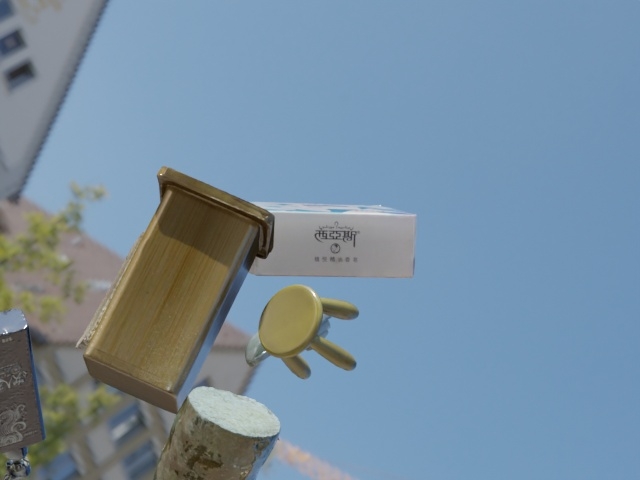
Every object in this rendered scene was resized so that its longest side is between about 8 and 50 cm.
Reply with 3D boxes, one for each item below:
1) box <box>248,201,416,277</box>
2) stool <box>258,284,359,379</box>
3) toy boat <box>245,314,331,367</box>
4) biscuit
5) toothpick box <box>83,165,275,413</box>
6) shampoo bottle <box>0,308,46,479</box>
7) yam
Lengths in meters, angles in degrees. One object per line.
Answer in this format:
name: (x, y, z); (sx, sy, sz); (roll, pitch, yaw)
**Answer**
box: (0.000, -0.003, 2.368); (0.203, 0.274, 0.116); (-164, -104, -74)
stool: (-0.016, 0.133, 2.039); (0.110, 0.134, 0.135); (31, 8, -47)
toy boat: (-0.057, 0.180, 2.604); (0.078, 0.260, 0.085); (-28, -89, 35)
biscuit: (-0.302, 0.106, 2.342); (0.108, 0.239, 0.062); (33, -24, -15)
toothpick box: (-0.213, 0.080, 2.093); (0.187, 0.308, 0.190); (24, -18, 3)
shampoo bottle: (-0.494, 0.253, 2.232); (0.071, 0.098, 0.309); (47, -34, 46)
yam: (-0.152, 0.318, 1.811); (0.133, 0.133, 0.330); (40, -52, 24)
